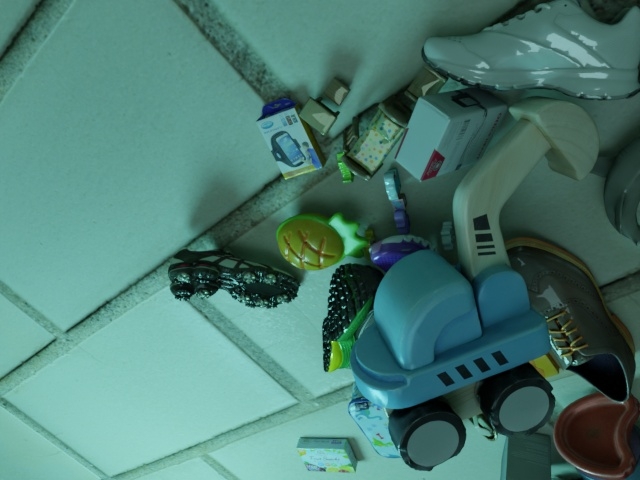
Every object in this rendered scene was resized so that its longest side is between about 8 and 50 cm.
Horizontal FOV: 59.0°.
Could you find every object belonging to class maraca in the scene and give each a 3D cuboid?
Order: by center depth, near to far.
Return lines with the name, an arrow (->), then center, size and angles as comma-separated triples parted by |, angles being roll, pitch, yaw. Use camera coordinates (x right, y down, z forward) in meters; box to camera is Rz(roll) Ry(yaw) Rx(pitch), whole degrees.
maraca -> 0.000, 0.000, 1.057 | 0.185, 0.099, 0.127 | -9, 130, 32

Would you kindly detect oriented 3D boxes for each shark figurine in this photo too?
shark figurine -> 0.480, -0.036, 0.866 | 0.166, 0.116, 0.278 | -7, 131, 34

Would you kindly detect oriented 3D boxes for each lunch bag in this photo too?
lunch bag -> 0.177, 0.407, 1.308 | 0.176, 0.090, 0.219 | -15, 120, 24

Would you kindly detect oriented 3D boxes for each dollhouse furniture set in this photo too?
dollhouse furniture set -> 0.072, -0.217, 0.871 | 0.161, 0.101, 0.182 | 38, 118, 2

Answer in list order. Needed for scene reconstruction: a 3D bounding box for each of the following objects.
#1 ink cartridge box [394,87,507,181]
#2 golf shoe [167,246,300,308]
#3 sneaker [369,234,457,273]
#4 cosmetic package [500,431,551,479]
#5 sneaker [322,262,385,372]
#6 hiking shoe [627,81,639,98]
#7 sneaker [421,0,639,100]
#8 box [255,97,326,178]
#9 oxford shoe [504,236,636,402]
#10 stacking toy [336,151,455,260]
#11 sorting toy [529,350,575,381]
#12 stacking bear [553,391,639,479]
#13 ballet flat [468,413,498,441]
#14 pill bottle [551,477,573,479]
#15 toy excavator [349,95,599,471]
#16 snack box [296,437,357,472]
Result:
ink cartridge box -> 0.196, -0.162, 0.847 | 0.063, 0.150, 0.109 | 44, 135, 29
golf shoe -> -0.175, 0.065, 1.172 | 0.272, 0.120, 0.105 | 10, 124, -17
sneaker -> 0.180, 0.073, 1.005 | 0.236, 0.105, 0.095 | 30, 144, -33
cosmetic package -> 0.441, 0.547, 1.226 | 0.107, 0.238, 0.127 | 7, 127, 14
sneaker -> 0.087, 0.153, 1.119 | 0.146, 0.134, 0.343 | -1, 147, -6
hiking shoe -> 0.544, -0.193, 0.769 | 0.226, 0.086, 0.114 | 27, 142, 5
sneaker -> 0.292, -0.270, 0.787 | 0.297, 0.111, 0.129 | 7, 110, 10
box -> -0.054, -0.180, 0.996 | 0.081, 0.028, 0.136 | -14, 121, 26
oxford shoe -> 0.442, 0.139, 0.996 | 0.363, 0.133, 0.130 | 42, 127, -13
stacking toy -> 0.135, -0.066, 1.001 | 0.167, 0.052, 0.221 | -8, 121, 23
sorting toy -> 0.383, 0.239, 1.149 | 0.193, 0.038, 0.208 | -30, 112, 33
stacking bear -> 0.622, 0.457, 1.161 | 0.289, 0.175, 0.164 | 43, 145, -25
ballet flat -> 0.344, 0.385, 1.258 | 0.168, 0.052, 0.057 | 43, 126, -14
pill bottle -> 0.558, 0.593, 1.234 | 0.121, 0.121, 0.221 | 20, 169, 3
toy excavator -> 0.226, 0.058, 0.850 | 0.432, 0.222, 0.445 | -21, 113, -3
snack box -> 0.018, 0.574, 1.511 | 0.141, 0.037, 0.100 | -8, 120, 23
